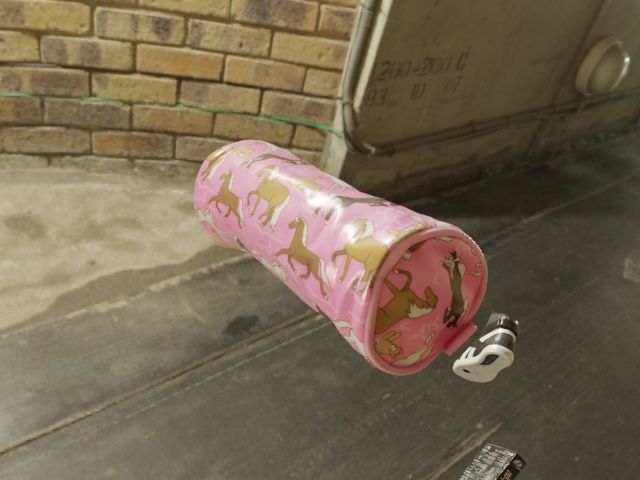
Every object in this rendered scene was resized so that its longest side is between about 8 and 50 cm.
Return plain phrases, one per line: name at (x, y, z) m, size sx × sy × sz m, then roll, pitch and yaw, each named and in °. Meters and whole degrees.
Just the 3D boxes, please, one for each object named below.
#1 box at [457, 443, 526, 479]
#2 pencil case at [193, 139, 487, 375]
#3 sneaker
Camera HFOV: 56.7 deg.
box at (0.212, 0.290, 0.741) m, size 0.018 × 0.083 × 0.067 m, roll 45°, pitch 74°, yaw 1°
pencil case at (0.000, 0.000, 0.674) m, size 0.167 × 0.160 × 0.386 m, roll 0°, pitch 19°, yaw -36°
sneaker at (0.366, 0.226, 1.279) m, size 0.079 × 0.217 × 0.121 m, roll 29°, pitch 63°, yaw 0°
